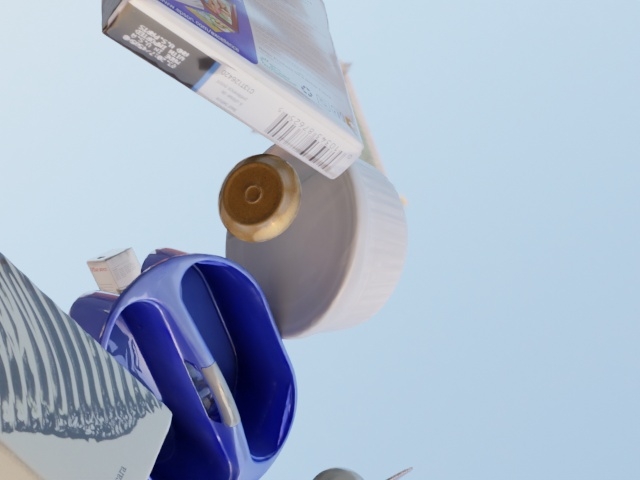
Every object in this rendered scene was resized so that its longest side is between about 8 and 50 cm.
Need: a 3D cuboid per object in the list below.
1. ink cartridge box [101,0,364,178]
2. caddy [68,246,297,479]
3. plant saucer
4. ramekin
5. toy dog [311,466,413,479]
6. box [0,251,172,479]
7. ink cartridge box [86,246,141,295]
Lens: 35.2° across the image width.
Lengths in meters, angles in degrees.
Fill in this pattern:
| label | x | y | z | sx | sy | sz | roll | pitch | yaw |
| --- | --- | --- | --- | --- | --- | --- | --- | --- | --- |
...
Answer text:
| label | x | y | z | sx | sy | sz | roll | pitch | yaw |
| --- | --- | --- | --- | --- | --- | --- | --- | --- | --- |
| ink cartridge box | -0.101 | -0.244 | 1.107 | 0.072 | 0.303 | 0.307 | -45 | -146 | 24 |
| caddy | -0.163 | 0.169 | 1.270 | 0.241 | 0.341 | 0.179 | -34 | -150 | -26 |
| plant saucer | -0.058 | -0.040 | 0.912 | 0.083 | 0.015 | 0.084 | -5 | -104 | 19 |
| ramekin | 0.000 | 0.000 | 1.364 | 0.272 | 0.127 | 0.273 | -11 | -105 | 46 |
| toy dog | 0.064 | 0.374 | 1.182 | 0.160 | 0.334 | 0.220 | 6 | -104 | 6 |
| box | -0.212 | 0.053 | 0.513 | 0.094 | 0.275 | 0.113 | -35 | -161 | 24 |
| ink cartridge box | -0.330 | 0.082 | 1.708 | 0.056 | 0.135 | 0.099 | -30 | -166 | -29 |
